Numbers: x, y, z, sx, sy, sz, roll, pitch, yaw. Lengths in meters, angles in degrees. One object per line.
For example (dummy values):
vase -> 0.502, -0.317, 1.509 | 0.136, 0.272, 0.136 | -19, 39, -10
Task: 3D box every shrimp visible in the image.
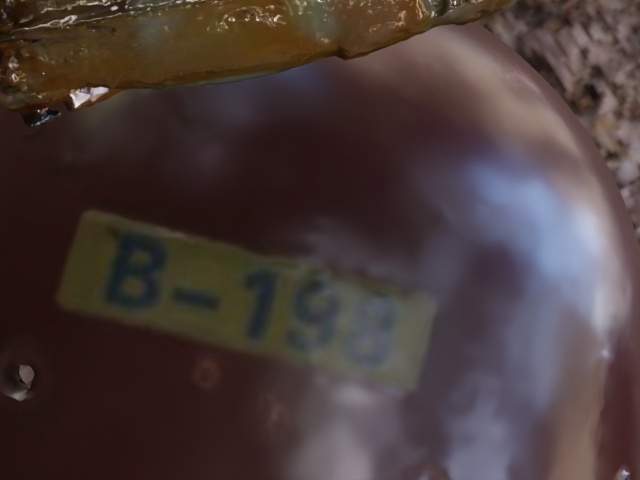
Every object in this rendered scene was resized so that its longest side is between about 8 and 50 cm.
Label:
shrimp -> -0.031, -0.057, 0.400 | 0.184, 0.091, 0.043 | -9, 98, -13

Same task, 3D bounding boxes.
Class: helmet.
helmet -> 0.000, 0.000, 0.670 | 0.384, 0.337, 0.230 | 16, 97, 4
